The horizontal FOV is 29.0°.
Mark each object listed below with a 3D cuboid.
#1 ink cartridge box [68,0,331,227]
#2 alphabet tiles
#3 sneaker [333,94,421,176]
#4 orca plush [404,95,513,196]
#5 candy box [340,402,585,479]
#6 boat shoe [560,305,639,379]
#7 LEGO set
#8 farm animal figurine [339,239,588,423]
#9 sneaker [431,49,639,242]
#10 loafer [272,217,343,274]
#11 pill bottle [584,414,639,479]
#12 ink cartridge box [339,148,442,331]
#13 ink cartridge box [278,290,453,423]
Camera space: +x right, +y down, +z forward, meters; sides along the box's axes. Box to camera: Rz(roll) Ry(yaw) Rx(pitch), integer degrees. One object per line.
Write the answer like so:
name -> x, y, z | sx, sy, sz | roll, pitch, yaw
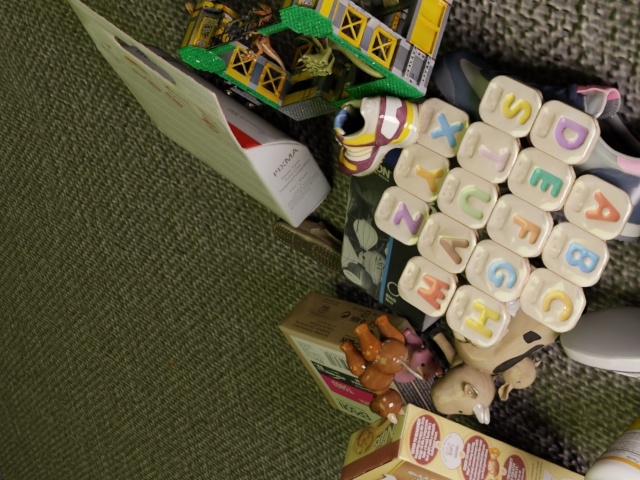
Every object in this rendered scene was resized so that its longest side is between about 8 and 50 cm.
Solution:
ink cartridge box -> -0.165, -0.201, 1.723 | 0.308, 0.091, 0.385 | 36, 169, 27
alphabet tiles -> 0.192, -0.032, 1.373 | 0.278, 0.021, 0.284 | 32, 108, 29
sneaker -> 0.046, -0.130, 1.456 | 0.084, 0.069, 0.185 | 14, 159, -20
orca plush -> 0.147, -0.092, 1.521 | 0.287, 0.151, 0.102 | 29, 139, 35
candy box -> 0.209, 0.343, 1.743 | 0.316, 0.087, 0.183 | 25, 149, -15
boat shoe -> 0.412, 0.137, 1.430 | 0.267, 0.096, 0.088 | -2, 126, 29
LEGO set -> 0.002, -0.282, 1.468 | 0.255, 0.192, 0.331 | 25, 161, -24
farm animal figurine -> 0.206, 0.137, 1.581 | 0.327, 0.330, 0.172 | -42, 71, 28
sneaker -> 0.268, -0.143, 1.396 | 0.319, 0.112, 0.131 | 42, 122, 20
loafer -> 0.000, 0.000, 1.874 | 0.148, 0.050, 0.056 | 31, 146, 7
pill bottle -> 0.397, 0.282, 1.482 | 0.117, 0.215, 0.117 | 32, 140, 31
ink cartridge box -> 0.115, -0.039, 1.687 | 0.165, 0.065, 0.332 | 35, 141, 28
ink cartridge box -> 0.070, 0.189, 1.865 | 0.235, 0.088, 0.193 | 12, 140, 52
